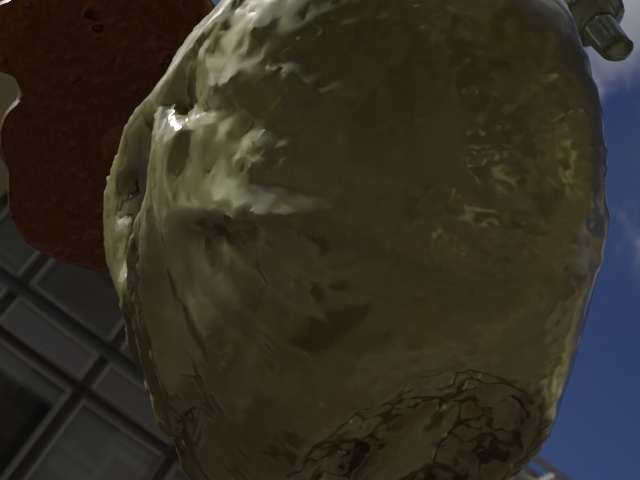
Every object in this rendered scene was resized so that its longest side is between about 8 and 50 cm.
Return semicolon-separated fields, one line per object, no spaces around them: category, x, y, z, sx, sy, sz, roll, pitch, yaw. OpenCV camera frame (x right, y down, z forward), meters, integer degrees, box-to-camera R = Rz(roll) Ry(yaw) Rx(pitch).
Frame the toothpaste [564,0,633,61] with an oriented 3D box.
toothpaste;0.183;-0.288;1.012;0.098;0.392;0.061;-18;-41;-6

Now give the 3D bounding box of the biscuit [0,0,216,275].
biscuit;-0.247;-0.146;1.426;0.349;0.078;0.456;-7;-75;-4

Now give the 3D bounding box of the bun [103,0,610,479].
bun;-0.013;-0.011;0.617;0.202;0.364;0.364;6;-29;-24
